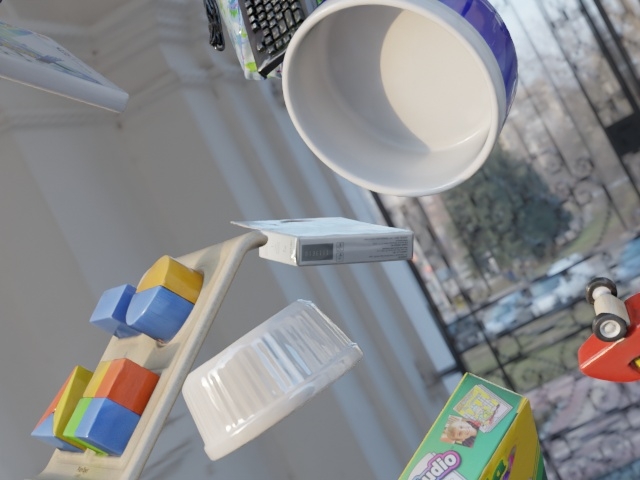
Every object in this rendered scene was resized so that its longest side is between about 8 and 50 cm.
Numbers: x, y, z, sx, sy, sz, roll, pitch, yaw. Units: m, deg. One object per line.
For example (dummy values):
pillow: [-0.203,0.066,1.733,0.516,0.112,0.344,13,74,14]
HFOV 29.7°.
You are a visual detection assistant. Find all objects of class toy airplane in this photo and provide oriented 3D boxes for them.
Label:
toy airplane: [0.699,0.141,2.170,0.386,0.272,0.384,-45,25,-23]

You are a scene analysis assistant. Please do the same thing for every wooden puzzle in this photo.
wooden puzzle: [-0.226,0.136,1.395,0.348,0.080,0.322,-61,19,-21]

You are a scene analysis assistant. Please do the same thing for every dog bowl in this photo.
dog bowl: [0.095,-0.187,1.418,0.265,0.265,0.104,-29,19,39]

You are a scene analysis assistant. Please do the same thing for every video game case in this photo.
video game case: [-0.482,-0.289,1.762,0.329,0.300,0.036,14,-75,-42]

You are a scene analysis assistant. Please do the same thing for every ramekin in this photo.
ramekin: [-0.079,0.194,1.767,0.272,0.127,0.273,-34,-3,-2]

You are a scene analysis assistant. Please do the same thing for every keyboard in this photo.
keyboard: [-0.105,-0.358,1.627,0.033,0.317,0.201,14,-39,-44]

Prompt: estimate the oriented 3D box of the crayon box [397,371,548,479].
crayon box: [0.169,0.407,1.607,0.363,0.106,0.313,-54,-31,-22]

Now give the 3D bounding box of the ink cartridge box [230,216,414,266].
ink cartridge box: [0.000,0.000,2.308,0.275,0.060,0.239,-3,8,-35]

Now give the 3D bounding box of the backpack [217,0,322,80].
backpack: [-0.082,-0.458,2.181,0.273,0.356,0.290,-29,-17,-17]
